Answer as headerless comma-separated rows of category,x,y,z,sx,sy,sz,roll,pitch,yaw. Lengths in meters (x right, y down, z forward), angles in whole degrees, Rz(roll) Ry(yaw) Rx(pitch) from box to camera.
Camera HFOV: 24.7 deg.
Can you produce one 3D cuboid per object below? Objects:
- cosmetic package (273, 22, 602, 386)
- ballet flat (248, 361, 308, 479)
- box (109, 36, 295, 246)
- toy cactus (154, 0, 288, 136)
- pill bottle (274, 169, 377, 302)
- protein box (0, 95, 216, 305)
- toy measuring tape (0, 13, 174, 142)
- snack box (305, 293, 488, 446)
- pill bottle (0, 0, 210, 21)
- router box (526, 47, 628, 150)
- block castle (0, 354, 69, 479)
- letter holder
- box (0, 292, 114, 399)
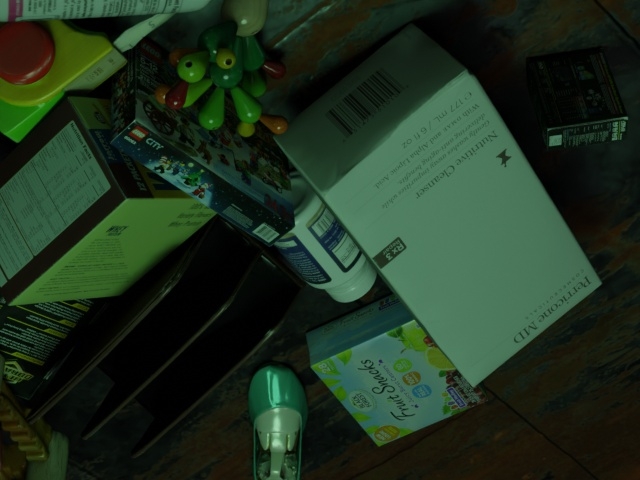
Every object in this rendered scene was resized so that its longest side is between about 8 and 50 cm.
cosmetic package,0.143,-0.033,1.697,0.217,0.156,0.385,-40,128,1
ballet flat,-0.057,0.279,2.043,0.083,0.087,0.247,-4,133,-4
box,-0.129,-0.112,1.616,0.044,0.159,0.233,-37,127,27
toy cactus,-0.087,-0.201,1.553,0.219,0.112,0.181,3,106,-62
pill bottle,0.000,0.000,1.784,0.094,0.094,0.169,-26,131,16
protein box,-0.248,-0.043,1.621,0.201,0.136,0.200,-39,163,25
toy measuring tape,-0.253,-0.229,1.545,0.330,0.121,0.121,-38,130,1
snack box,0.104,0.171,1.977,0.174,0.070,0.207,-25,130,14
pill bottle,-0.187,-0.300,1.422,0.283,0.160,0.160,-6,134,-15
router box,0.289,-0.160,1.657,0.092,0.122,0.038,-9,138,1
block castle,-0.568,0.310,1.852,0.453,0.213,0.303,-8,142,11
letter holder,-0.191,0.138,1.776,0.152,0.214,0.302,43,118,-8
box,-0.432,0.046,1.778,0.322,0.079,0.257,24,127,-27
